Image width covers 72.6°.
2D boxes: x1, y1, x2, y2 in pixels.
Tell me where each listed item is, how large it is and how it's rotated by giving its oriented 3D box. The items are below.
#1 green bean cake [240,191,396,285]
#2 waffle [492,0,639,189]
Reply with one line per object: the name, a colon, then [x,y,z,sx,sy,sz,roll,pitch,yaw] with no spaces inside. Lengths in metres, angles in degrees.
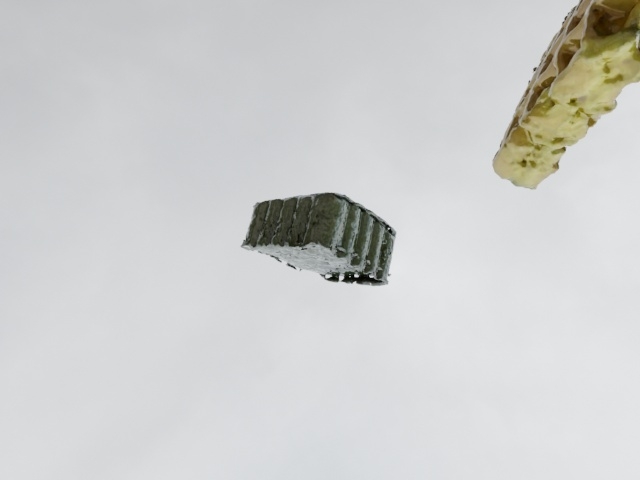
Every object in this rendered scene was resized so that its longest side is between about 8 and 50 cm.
green bean cake: [0.000,0.000,0.888,0.254,0.241,0.132,-2,-109,45]
waffle: [0.220,-0.156,0.348,0.055,0.211,0.161,28,-110,9]
